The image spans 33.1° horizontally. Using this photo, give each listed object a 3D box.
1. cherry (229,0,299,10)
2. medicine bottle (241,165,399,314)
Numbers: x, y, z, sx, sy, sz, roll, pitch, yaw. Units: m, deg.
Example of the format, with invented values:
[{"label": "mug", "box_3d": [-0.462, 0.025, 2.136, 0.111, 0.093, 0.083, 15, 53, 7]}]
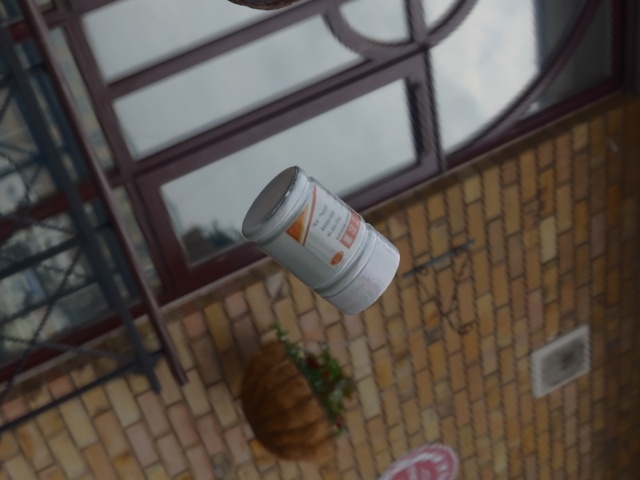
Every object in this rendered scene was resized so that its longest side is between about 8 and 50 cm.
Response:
[{"label": "cherry", "box_3d": [-0.066, -0.349, 1.157, 0.195, 0.195, 0.195, 58, -15, 25]}, {"label": "medicine bottle", "box_3d": [0.000, 0.000, 0.675, 0.089, 0.057, 0.057, 40, -6, -19]}]
